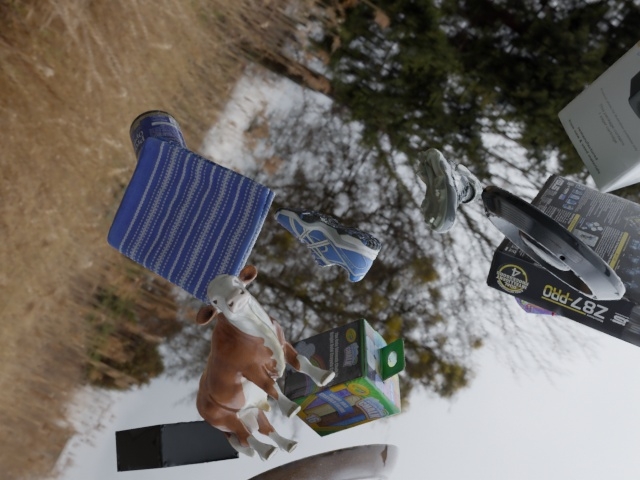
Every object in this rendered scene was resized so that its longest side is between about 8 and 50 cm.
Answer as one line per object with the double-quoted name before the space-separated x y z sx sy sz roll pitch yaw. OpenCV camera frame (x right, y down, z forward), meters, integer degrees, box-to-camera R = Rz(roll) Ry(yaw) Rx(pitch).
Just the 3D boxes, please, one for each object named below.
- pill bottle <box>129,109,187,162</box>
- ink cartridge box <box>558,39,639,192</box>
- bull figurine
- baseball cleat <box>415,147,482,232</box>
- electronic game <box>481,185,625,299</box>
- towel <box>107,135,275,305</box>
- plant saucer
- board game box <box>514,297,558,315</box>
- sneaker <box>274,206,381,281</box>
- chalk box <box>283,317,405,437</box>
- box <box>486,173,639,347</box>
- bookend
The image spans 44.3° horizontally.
"pill bottle" -0.372 -0.200 1.851 0.122 0.123 0.219 -53 -139 26
"ink cartridge box" 0.476 -0.198 0.939 0.131 0.226 0.306 66 -31 17
"bull figurine" -0.093 0.177 1.069 0.101 0.188 0.310 -32 155 -37
"baseball cleat" 0.204 -0.073 1.196 0.205 0.110 0.072 -88 -156 -52
"electronic game" 0.310 0.003 1.059 0.048 0.229 0.229 -51 -166 2
"towel" -0.257 -0.044 1.475 0.336 0.040 0.243 26 -87 33
"plant saucer" -0.004 0.429 1.367 0.310 0.311 0.050 -46 -130 45
"board game box" 0.496 0.122 1.687 0.033 0.169 0.133 -61 147 -47
"sneaker" 0.000 0.000 1.359 0.080 0.211 0.081 -4 116 -57
"chalk box" 0.059 0.237 1.389 0.213 0.132 0.132 -21 -139 22
"box" 0.543 0.023 1.552 0.395 0.318 0.097 -42 146 -50
"bookend" -0.255 0.361 1.389 0.157 0.156 0.072 -20 -109 44
